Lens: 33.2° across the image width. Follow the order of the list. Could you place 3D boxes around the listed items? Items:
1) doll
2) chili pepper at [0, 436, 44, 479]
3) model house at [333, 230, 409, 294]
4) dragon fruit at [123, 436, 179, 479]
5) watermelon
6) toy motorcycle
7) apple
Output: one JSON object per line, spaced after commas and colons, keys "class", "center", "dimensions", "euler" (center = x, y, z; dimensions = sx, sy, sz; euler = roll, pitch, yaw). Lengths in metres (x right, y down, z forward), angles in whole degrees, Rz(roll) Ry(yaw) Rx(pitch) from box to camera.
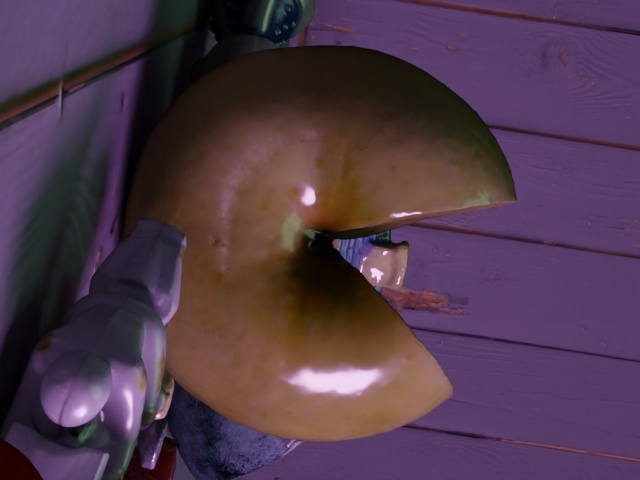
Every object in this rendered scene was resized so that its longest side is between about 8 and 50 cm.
{"class": "doll", "center": [-0.066, -0.174, 0.994], "dimensions": [0.138, 0.119, 0.293], "euler": [124, -25, -49]}
{"class": "chili pepper", "center": [-0.112, 0.093, 0.231], "dimensions": [0.368, 0.092, 0.137], "euler": [165, -77, -87]}
{"class": "model house", "center": [-0.030, 0.087, 1.343], "dimensions": [0.261, 0.267, 0.321], "euler": [-111, -150, -81]}
{"class": "dragon fruit", "center": [-0.145, 0.184, 0.860], "dimensions": [0.083, 0.056, 0.060], "euler": [163, -62, -85]}
{"class": "watermelon", "center": [-0.105, 0.109, 1.047], "dimensions": [0.175, 0.188, 0.322], "euler": [-36, -176, -6]}
{"class": "toy motorcycle", "center": [-0.119, 0.086, 0.544], "dimensions": [0.151, 0.074, 0.228], "euler": [108, 2, -52]}
{"class": "apple", "center": [0.000, 0.000, 0.791], "dimensions": [0.254, 0.292, 0.291], "euler": [-166, -95, -83]}
